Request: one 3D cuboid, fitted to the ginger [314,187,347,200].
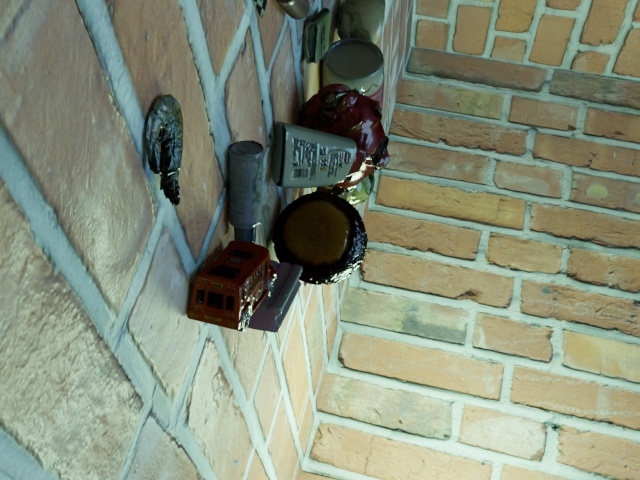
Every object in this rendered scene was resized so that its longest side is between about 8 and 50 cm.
[{"bbox_3d":[0.006,-0.061,2.182,0.116,0.109,0.263,48,51,-49],"label":"ginger"}]

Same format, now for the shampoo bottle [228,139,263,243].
[{"bbox_3d":[-0.144,-0.087,1.546,0.072,0.072,0.214,-67,165,-53],"label":"shampoo bottle"}]

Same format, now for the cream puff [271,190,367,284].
[{"bbox_3d":[0.000,0.000,2.001,0.165,0.239,0.239,75,27,-74],"label":"cream puff"}]

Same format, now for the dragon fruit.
[{"bbox_3d":[0.055,-0.256,2.039,0.250,0.250,0.315,-64,152,-58],"label":"dragon fruit"}]

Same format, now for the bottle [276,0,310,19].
[{"bbox_3d":[-0.057,-0.492,1.642,0.140,0.053,0.053,-10,111,-80],"label":"bottle"}]

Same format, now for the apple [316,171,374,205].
[{"bbox_3d":[0.068,-0.199,2.408,0.207,0.173,0.188,3,72,-75],"label":"apple"}]

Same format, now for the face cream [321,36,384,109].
[{"bbox_3d":[0.090,-0.436,2.226,0.195,0.175,0.175,88,16,-57],"label":"face cream"}]

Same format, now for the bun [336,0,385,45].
[{"bbox_3d":[0.110,-0.611,2.273,0.193,0.127,0.178,-87,-170,-47],"label":"bun"}]

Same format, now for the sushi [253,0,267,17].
[{"bbox_3d":[-0.088,-0.525,1.451,0.210,0.040,0.193,36,65,-80],"label":"sushi"}]

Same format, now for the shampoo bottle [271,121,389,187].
[{"bbox_3d":[0.025,-0.200,1.871,0.071,0.284,0.153,40,-52,53],"label":"shampoo bottle"}]

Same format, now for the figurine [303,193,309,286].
[{"bbox_3d":[-0.025,0.003,2.279,0.205,0.102,0.260,-61,150,-69],"label":"figurine"}]

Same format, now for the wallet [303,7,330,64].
[{"bbox_3d":[-0.009,-0.503,1.977,0.155,0.039,0.110,-64,159,-60],"label":"wallet"}]

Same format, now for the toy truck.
[{"bbox_3d":[-0.159,0.077,1.519,0.253,0.107,0.114,-56,156,-67],"label":"toy truck"}]

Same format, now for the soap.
[{"bbox_3d":[-0.120,0.116,1.762,0.203,0.122,0.066,-62,160,-60],"label":"soap"}]

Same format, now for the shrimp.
[{"bbox_3d":[-0.225,-0.125,1.137,0.091,0.034,0.161,-35,130,-60],"label":"shrimp"}]
